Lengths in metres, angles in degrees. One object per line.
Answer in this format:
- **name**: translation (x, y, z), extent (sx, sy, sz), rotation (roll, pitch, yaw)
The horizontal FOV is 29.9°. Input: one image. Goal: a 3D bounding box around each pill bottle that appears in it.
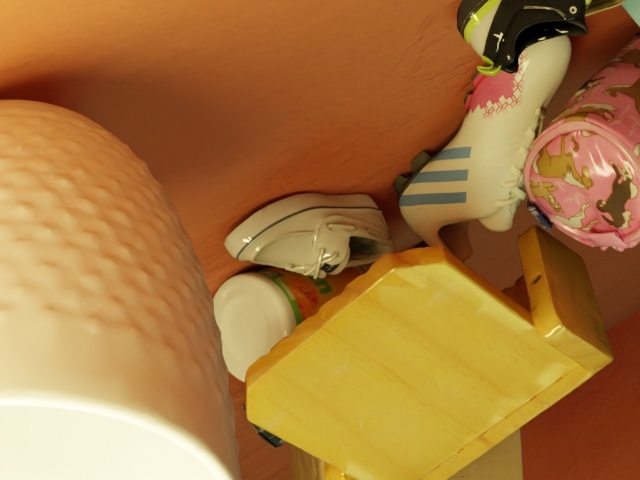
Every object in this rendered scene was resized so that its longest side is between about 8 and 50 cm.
- **pill bottle**: translation (-0.010, 0.092, 1.516), extent (0.245, 0.136, 0.136), rotation (-11, 151, -49)

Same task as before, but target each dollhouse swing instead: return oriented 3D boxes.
- **dollhouse swing**: translation (0.103, 0.103, 1.416), extent (0.347, 0.305, 0.315), rotation (-41, -158, 22)

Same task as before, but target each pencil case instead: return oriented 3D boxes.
- **pencil case**: translation (0.381, -0.139, 1.410), extent (0.386, 0.160, 0.167), rotation (-43, 165, -44)

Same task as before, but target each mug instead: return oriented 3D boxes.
- **mug**: translation (-0.241, 0.051, 0.773), extent (0.374, 0.328, 0.276), rotation (24, 123, -30)

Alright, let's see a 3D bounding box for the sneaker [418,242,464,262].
- **sneaker**: translation (0.110, 0.089, 1.789), extent (0.228, 0.086, 0.132), rotation (-27, 162, -22)

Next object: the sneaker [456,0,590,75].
- **sneaker**: translation (0.245, -0.244, 1.177), extent (0.234, 0.097, 0.084), rotation (-36, 161, 7)

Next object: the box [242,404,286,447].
- **box**: translation (-0.009, 0.259, 2.041), extent (0.232, 0.059, 0.183), rotation (-33, 160, -4)

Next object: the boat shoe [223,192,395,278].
- **boat shoe**: translation (0.000, 0.000, 1.389), extent (0.258, 0.084, 0.095), rotation (-12, 152, -48)

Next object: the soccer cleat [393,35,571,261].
- **soccer cleat**: translation (0.212, -0.101, 1.402), extent (0.116, 0.143, 0.331), rotation (-18, 155, -39)

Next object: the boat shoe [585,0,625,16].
- **boat shoe**: translation (0.254, -0.244, 1.268), extent (0.153, 0.048, 0.056), rotation (-27, 160, -20)

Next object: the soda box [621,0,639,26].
- **soda box**: translation (0.398, -0.234, 1.277), extent (0.067, 0.210, 0.071), rotation (-22, 157, -30)

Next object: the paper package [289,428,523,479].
- **paper package**: translation (0.125, 0.276, 1.780), extent (0.324, 0.310, 0.168), rotation (-7, -170, -18)
